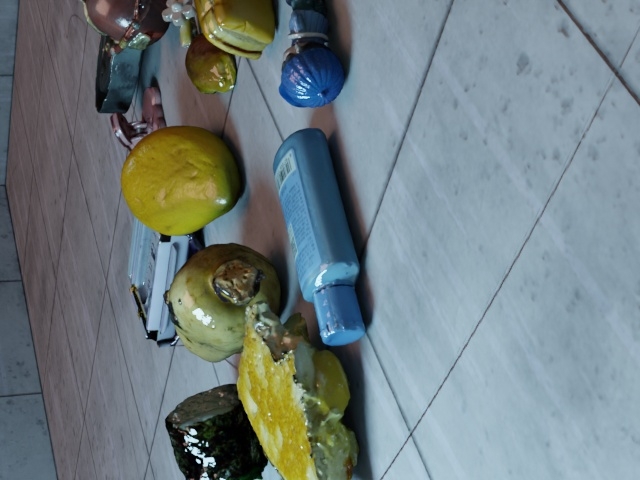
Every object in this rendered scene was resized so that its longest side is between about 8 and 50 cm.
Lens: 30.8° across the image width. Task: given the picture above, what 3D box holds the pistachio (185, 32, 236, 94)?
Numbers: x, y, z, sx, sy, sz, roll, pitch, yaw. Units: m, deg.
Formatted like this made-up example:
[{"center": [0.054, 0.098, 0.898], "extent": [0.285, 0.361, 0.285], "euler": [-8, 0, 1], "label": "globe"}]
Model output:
[{"center": [-0.178, -0.267, 1.799], "extent": [0.173, 0.049, 0.089], "euler": [-130, 42, -57], "label": "pistachio"}]

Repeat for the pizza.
[{"center": [-0.026, 0.193, 1.421], "extent": [0.323, 0.089, 0.223], "euler": [-139, 45, -59], "label": "pizza"}]

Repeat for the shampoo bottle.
[{"center": [0.000, 0.000, 1.370], "extent": [0.104, 0.061, 0.258], "euler": [123, 139, -54], "label": "shampoo bottle"}]

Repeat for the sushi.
[{"center": [-0.144, 0.282, 1.630], "extent": [0.225, 0.124, 0.127], "euler": [-157, 47, -82], "label": "sushi"}]

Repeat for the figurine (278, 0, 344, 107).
[{"center": [-0.011, -0.225, 1.375], "extent": [0.087, 0.086, 0.149], "euler": [-10, 66, 28], "label": "figurine"}]

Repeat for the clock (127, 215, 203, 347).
[{"center": [-0.270, 0.039, 2.012], "extent": [0.186, 0.083, 0.253], "euler": [-119, 34, -49], "label": "clock"}]

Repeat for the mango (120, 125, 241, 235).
[{"center": [-0.218, -0.094, 1.819], "extent": [0.317, 0.119, 0.176], "euler": [7, 82, 54], "label": "mango"}]

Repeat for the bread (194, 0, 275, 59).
[{"center": [-0.122, -0.345, 1.582], "extent": [0.077, 0.116, 0.200], "euler": [-34, 58, 36], "label": "bread"}]

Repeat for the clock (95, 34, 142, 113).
[{"center": [-0.387, -0.378, 2.244], "extent": [0.280, 0.055, 0.280], "euler": [-174, 90, -72], "label": "clock"}]

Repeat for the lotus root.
[{"center": [-0.137, 0.086, 1.597], "extent": [0.257, 0.154, 0.140], "euler": [118, 138, -57], "label": "lotus root"}]

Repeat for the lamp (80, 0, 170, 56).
[{"center": [-0.322, -0.433, 2.041], "extent": [0.223, 0.151, 0.215], "euler": [-44, 38, 8], "label": "lamp"}]

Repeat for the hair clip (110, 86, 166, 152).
[{"center": [-0.324, -0.205, 2.195], "extent": [0.138, 0.102, 0.123], "euler": [61, -168, -57], "label": "hair clip"}]

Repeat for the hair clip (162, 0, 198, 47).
[{"center": [-0.231, -0.407, 1.905], "extent": [0.056, 0.062, 0.213], "euler": [31, -135, -65], "label": "hair clip"}]
